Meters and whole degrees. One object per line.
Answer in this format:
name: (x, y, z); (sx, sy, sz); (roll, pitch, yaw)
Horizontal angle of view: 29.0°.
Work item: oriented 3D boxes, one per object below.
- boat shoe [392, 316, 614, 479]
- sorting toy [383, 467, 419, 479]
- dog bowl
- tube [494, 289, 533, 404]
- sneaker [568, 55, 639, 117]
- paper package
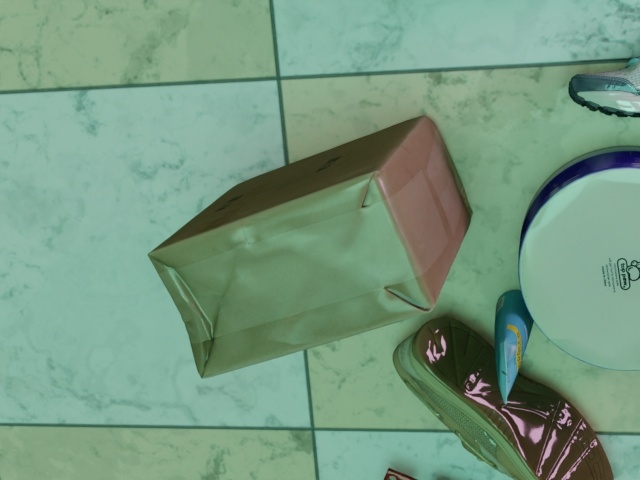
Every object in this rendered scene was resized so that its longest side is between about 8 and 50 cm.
boat shoe: (0.242, 0.239, 1.631); (0.341, 0.121, 0.110); (45, 148, -1)
sorting toy: (0.191, 0.401, 1.719); (0.275, 0.046, 0.132); (19, 111, 6)
dog bowl: (0.377, 0.023, 1.523); (0.265, 0.104, 0.264); (4, 109, 11)
tube: (0.235, 0.121, 1.532); (0.052, 0.207, 0.080); (-4, 108, 15)
sneaker: (0.433, -0.208, 1.451); (0.283, 0.110, 0.122); (-3, 95, 7)
paper package: (0.000, 0.000, 1.485); (0.310, 0.325, 0.168); (-19, 102, 19)
